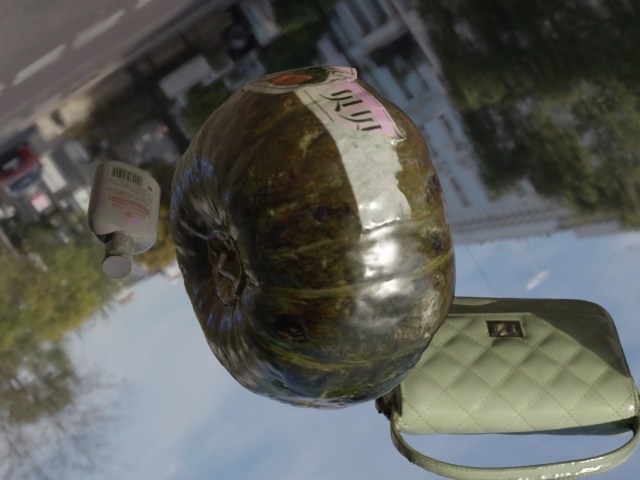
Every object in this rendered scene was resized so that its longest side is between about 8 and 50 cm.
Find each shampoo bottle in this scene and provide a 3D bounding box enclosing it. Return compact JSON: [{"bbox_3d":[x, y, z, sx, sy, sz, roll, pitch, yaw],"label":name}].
[{"bbox_3d":[-0.214,-0.023,1.279,0.040,0.080,0.165,-51,-154,31],"label":"shampoo bottle"}]

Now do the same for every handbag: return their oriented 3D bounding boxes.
[{"bbox_3d":[0.177,0.140,1.104,0.256,0.079,0.219,1,-145,-6],"label":"handbag"}]

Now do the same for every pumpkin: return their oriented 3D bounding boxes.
[{"bbox_3d":[0.003,-0.001,0.887,0.189,0.260,0.260,-10,178,-25],"label":"pumpkin"}]
